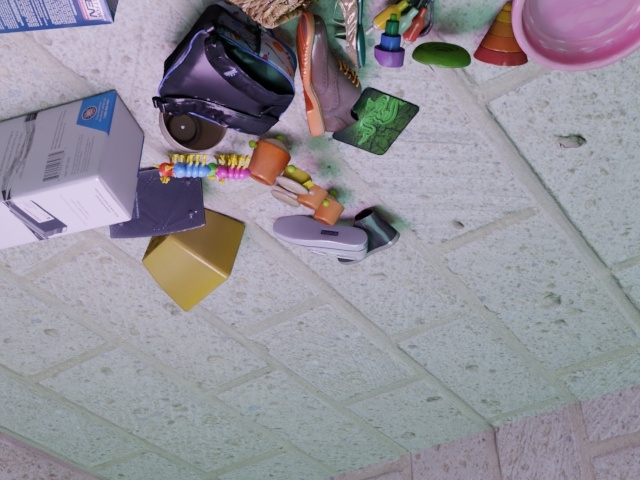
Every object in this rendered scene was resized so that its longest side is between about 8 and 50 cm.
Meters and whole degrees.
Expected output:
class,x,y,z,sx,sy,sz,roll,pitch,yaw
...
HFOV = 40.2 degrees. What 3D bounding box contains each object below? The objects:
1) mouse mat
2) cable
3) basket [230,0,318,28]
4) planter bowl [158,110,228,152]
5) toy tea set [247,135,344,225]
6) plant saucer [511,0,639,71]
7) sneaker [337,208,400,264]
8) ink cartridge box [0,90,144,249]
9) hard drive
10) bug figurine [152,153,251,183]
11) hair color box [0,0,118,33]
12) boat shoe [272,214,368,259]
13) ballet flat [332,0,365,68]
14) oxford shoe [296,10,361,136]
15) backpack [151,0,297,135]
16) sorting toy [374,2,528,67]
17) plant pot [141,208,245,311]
class,x,y,z,sx,sy,sz,roll,pitch,yaw
mouse mat,0.133,-0.288,2.145,0.153,0.007,0.189,17,137,-21
cable,0.223,-0.509,1.823,0.139,0.072,0.287,17,138,-29
basket,-0.014,-0.528,1.683,0.299,0.213,0.223,-31,131,32
planter bowl,-0.309,-0.276,2.051,0.162,0.162,0.109,20,164,-24
toy tea set,-0.048,-0.158,2.223,0.200,0.124,0.336,21,170,27
plant saucer,0.558,-0.505,1.815,0.332,0.084,0.332,-3,138,-2
sneaker,0.107,-0.015,2.439,0.222,0.083,0.118,-27,114,40
ink cartridge box,-0.641,-0.160,2.066,0.395,0.285,0.166,-12,140,14
hard drive,-0.421,-0.095,2.254,0.255,0.172,0.054,-8,174,9
bug figurine,-0.282,-0.172,2.107,0.216,0.072,0.279,-1,-175,-19
hair color box,-0.579,-0.504,1.733,0.347,0.173,0.105,-4,139,3
boat shoe,0.000,0.000,2.392,0.268,0.096,0.088,7,135,10
ballet flat,0.061,-0.464,1.885,0.067,0.073,0.206,4,133,9
oxford shoe,0.021,-0.376,1.949,0.133,0.130,0.363,-8,152,1
backpack,-0.186,-0.361,1.891,0.263,0.213,0.276,30,138,-22
sorting toy,0.286,-0.440,1.854,0.366,0.127,0.126,-6,119,-21
plant pot,-0.357,0.027,2.380,0.187,0.212,0.212,36,129,-22
